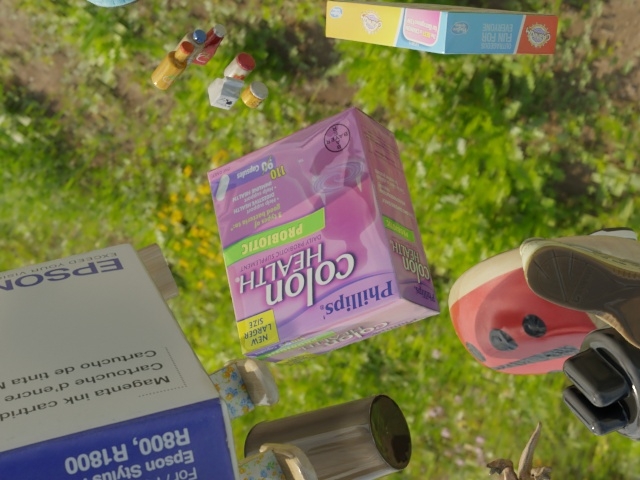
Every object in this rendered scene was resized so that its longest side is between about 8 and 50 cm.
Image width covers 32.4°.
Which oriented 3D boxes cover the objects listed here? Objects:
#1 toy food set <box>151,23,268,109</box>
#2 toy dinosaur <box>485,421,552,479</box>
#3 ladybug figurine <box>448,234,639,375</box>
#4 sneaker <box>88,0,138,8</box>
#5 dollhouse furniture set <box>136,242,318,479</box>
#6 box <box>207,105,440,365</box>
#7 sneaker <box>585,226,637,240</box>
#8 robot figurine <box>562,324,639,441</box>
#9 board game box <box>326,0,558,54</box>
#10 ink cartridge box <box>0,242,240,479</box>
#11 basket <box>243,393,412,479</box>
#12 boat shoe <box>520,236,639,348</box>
[{"bbox_3d":[-0.183,-0.319,1.989,0.232,0.111,0.104,11,145,-35],"label":"toy food set"},{"bbox_3d":[0.386,0.483,1.937,0.127,0.296,0.200,-20,146,21],"label":"toy dinosaur"},{"bbox_3d":[0.407,0.129,1.929,0.305,0.162,0.449,25,148,-29],"label":"ladybug figurine"},{"bbox_3d":[-0.247,-0.303,0.920,0.262,0.104,0.125,28,162,14],"label":"sneaker"},{"bbox_3d":[-0.224,0.228,1.354,0.394,0.362,0.256,66,157,-1],"label":"dollhouse furniture set"},{"bbox_3d":[0.000,0.000,1.320,0.213,0.243,0.117,-21,160,23],"label":"box"},{"bbox_3d":[0.529,0.089,2.194,0.295,0.178,0.124,-18,157,-13],"label":"sneaker"},{"bbox_3d":[0.496,0.188,1.615,0.209,0.278,0.174,116,134,-68],"label":"robot figurine"},{"bbox_3d":[0.195,-0.357,1.834,0.316,0.242,0.064,22,113,53],"label":"board game box"},{"bbox_3d":[-0.228,0.118,0.647,0.330,0.324,0.071,-137,39,-60],"label":"ink cartridge box"},{"bbox_3d":[0.025,0.346,1.827,0.227,0.154,0.204,-22,150,29],"label":"basket"},{"bbox_3d":[0.402,0.066,1.478,0.285,0.089,0.105,26,108,-10],"label":"boat shoe"}]
